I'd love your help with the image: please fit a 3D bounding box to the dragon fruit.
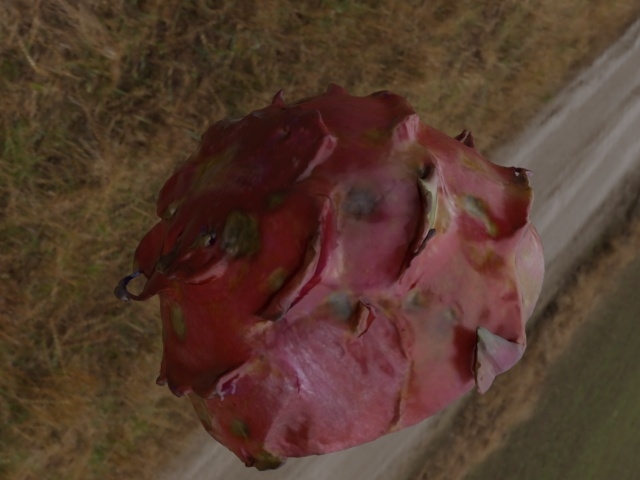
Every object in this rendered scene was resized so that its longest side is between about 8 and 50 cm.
[{"bbox_3d":[0.000,0.000,0.861,0.371,0.386,0.249,-44,119,-22],"label":"dragon fruit"}]
